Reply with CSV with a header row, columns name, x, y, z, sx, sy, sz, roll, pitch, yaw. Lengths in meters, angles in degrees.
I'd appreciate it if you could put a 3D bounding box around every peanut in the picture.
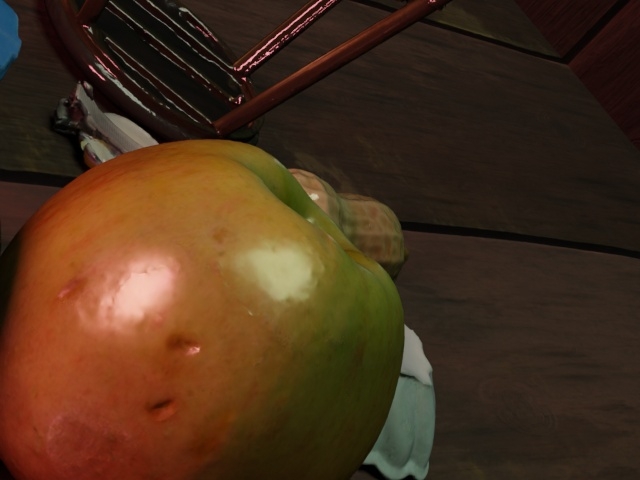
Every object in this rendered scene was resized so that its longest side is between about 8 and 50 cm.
name,x,y,z,sx,sy,sz,roll,pitch,yaw
peanut,0.000,0.000,2.073,0.298,0.136,0.120,18,73,-55

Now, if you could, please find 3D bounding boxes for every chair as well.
name,x,y,z,sx,sy,sz,roll,pitch,yaw
chair,-0.067,-0.327,2.154,0.364,0.410,0.362,38,24,-15

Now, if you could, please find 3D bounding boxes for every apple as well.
name,x,y,z,sx,sy,sz,roll,pitch,yaw
apple,-0.101,0.073,1.523,0.338,0.305,0.338,33,22,-15

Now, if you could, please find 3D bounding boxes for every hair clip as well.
name,x,y,z,sx,sy,sz,roll,pitch,yaw
hair clip,-0.197,-0.094,2.005,0.172,0.049,0.116,36,28,-25

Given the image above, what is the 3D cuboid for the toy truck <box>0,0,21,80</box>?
name,x,y,z,sx,sy,sz,roll,pitch,yaw
toy truck,-0.447,-0.246,1.695,0.385,0.162,0.161,37,23,-20

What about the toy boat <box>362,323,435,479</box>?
name,x,y,z,sx,sy,sz,roll,pitch,yaw
toy boat,0.028,0.117,1.947,0.290,0.100,0.199,37,23,-21
